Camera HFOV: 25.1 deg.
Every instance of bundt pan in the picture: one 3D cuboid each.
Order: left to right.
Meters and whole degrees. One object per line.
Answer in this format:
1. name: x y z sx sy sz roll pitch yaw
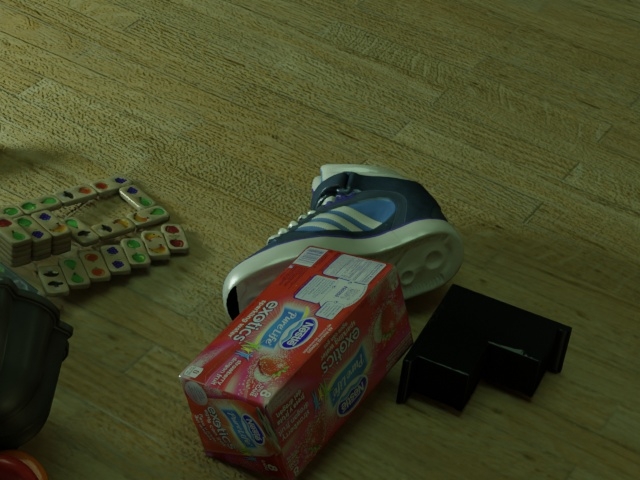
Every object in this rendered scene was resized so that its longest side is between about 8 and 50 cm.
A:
1. bundt pan: -0.419 0.143 1.450 0.330 0.331 0.124 2 62 -4

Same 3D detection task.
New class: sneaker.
1. sneaker: 0.000 -0.001 1.836 0.322 0.130 0.236 -15 32 -17

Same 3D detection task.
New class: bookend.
1. bookend: 0.194 0.145 1.697 0.157 0.072 0.156 20 41 17

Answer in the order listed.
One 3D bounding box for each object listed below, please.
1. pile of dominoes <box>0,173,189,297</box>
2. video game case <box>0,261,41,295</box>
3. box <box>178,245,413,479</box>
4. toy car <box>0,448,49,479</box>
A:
1. pile of dominoes: -0.298 -0.022 1.853 0.251 0.040 0.196 -20 44 -40
2. video game case: -0.431 0.071 1.682 0.173 0.022 0.190 40 36 -15
3. box: -0.022 0.132 1.606 0.128 0.123 0.257 12 42 35
4. toy car: -0.314 0.282 1.408 0.159 0.136 0.182 4 38 -2
